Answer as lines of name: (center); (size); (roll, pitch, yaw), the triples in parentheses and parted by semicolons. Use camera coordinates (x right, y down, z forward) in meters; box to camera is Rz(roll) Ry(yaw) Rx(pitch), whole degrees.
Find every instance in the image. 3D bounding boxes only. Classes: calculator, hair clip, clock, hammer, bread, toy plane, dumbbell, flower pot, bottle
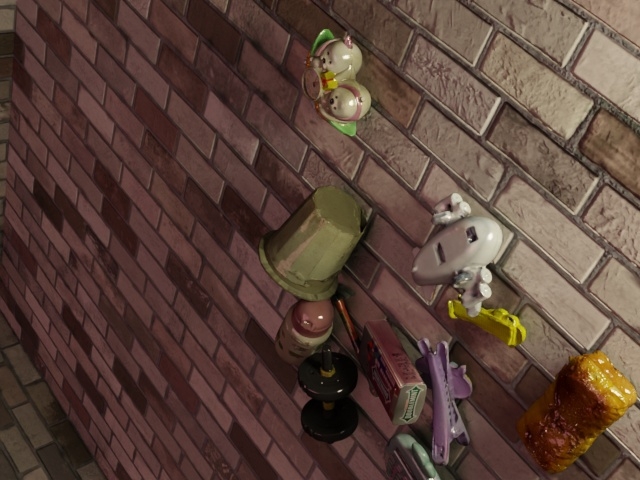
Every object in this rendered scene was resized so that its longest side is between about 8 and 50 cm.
calculator: (0.210, 0.528, 1.853); (0.185, 0.041, 0.299); (57, 158, 24)
hair clip: (0.331, 0.160, 1.616); (0.173, 0.046, 0.072); (20, 130, 45)
clock: (0.037, -0.330, 1.717); (0.144, 0.103, 0.231); (-7, 99, 59)
hammer: (0.082, 0.236, 1.953); (0.111, 0.033, 0.287); (-31, 82, 52)
bread: (0.458, 0.316, 1.509); (0.139, 0.077, 0.271); (53, 141, 25)
toy plane: (0.264, 0.030, 1.595); (0.245, 0.117, 0.244); (-8, 80, 55)
dumbbell: (0.020, 0.376, 1.974); (0.143, 0.143, 0.325); (32, 138, 38)
flower pot: (0.000, 0.000, 1.843); (0.202, 0.212, 0.212); (-48, 67, 35)
bottle: (-0.032, 0.206, 1.962); (0.120, 0.120, 0.253); (57, 154, 16)
hair clip: (0.258, 0.334, 1.752); (0.137, 0.090, 0.278); (6, 105, 44)

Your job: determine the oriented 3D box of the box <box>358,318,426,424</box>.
box: (0.152, 0.284, 1.799); (0.224, 0.069, 0.120); (-121, 34, -53)
